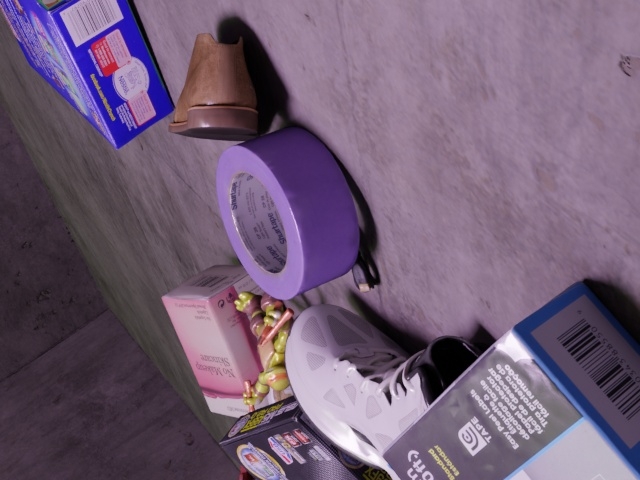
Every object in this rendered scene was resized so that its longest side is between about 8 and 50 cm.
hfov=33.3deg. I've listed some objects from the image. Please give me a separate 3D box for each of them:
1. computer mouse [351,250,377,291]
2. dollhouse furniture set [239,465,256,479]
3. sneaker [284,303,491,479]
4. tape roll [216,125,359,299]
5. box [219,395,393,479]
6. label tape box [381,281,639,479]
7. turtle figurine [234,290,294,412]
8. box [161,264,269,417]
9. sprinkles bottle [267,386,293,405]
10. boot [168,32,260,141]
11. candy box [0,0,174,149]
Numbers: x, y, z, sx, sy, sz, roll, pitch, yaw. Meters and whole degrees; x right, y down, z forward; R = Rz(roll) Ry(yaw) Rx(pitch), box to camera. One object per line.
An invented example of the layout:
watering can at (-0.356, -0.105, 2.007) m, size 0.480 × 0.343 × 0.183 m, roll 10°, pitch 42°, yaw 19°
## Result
computer mouse at (0.000, 0.000, 1.352) m, size 0.193 × 0.042 × 0.106 m, roll 24°, pitch 150°, yaw 50°
dollhouse furniture set at (-0.019, 0.486, 1.773) m, size 0.152 × 0.201 × 0.374 m, roll 72°, pitch -170°, yaw -51°
sneaker at (0.112, 0.160, 1.235) m, size 0.447 × 0.169 × 0.257 m, roll 47°, pitch 144°, yaw 40°
tape roll at (-0.041, -0.032, 1.247) m, size 0.189 × 0.080 × 0.189 m, roll 41°, pitch 143°, yaw 40°
box at (0.016, 0.332, 1.474) m, size 0.270 × 0.060 × 0.216 m, roll 46°, pitch 143°, yaw -10°
label tape box at (0.187, 0.237, 0.939) m, size 0.249 × 0.115 × 0.348 m, roll 50°, pitch 136°, yaw 14°
turtle figurine at (-0.068, 0.138, 1.591) m, size 0.217 × 0.087 × 0.269 m, roll -103°, pitch 20°, yaw -44°
box at (-0.143, 0.169, 1.808) m, size 0.148 × 0.127 × 0.232 m, roll -1°, pitch 115°, yaw 51°
sprinkles bottle at (0.011, 0.223, 1.604) m, size 0.121 × 0.121 × 0.355 m, roll 55°, pitch 163°, yaw 0°
boot at (-0.124, -0.179, 1.303) m, size 0.305 × 0.112 × 0.115 m, roll -178°, pitch 88°, yaw -78°
candy box at (-0.382, -0.331, 1.625) m, size 0.317 × 0.122 × 0.268 m, roll 40°, pitch 159°, yaw 38°
